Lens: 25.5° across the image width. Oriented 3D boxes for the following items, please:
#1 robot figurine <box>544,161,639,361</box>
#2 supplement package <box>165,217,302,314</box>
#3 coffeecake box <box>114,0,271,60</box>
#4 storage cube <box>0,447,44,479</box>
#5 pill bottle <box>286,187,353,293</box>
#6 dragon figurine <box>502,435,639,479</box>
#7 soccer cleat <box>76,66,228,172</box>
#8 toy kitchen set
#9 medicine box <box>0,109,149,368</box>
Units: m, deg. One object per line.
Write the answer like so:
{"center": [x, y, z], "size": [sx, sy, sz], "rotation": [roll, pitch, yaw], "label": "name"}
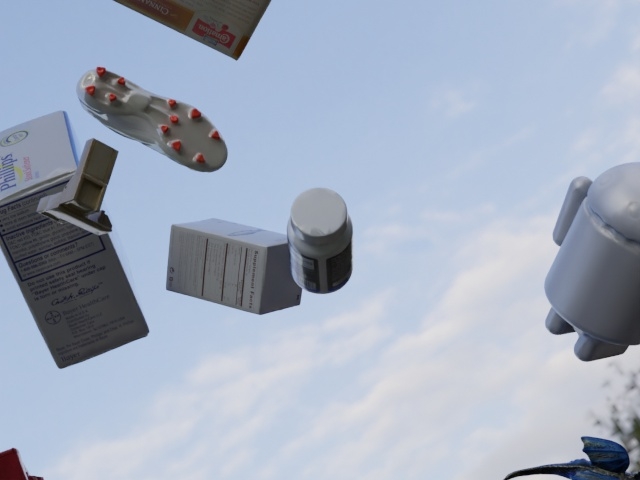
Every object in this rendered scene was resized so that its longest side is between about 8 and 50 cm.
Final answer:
{"center": [0.484, 0.023, 2.238], "size": [0.199, 0.300, 0.353], "rotation": [-10, -48, -42], "label": "robot figurine"}
{"center": [-0.124, 0.036, 2.078], "size": [0.105, 0.179, 0.105], "rotation": [-10, -71, -56], "label": "supplement package"}
{"center": [-0.096, -0.280, 1.286], "size": [0.142, 0.068, 0.185], "rotation": [25, -60, -14], "label": "coffeecake box"}
{"center": [-0.434, 0.404, 1.804], "size": [0.215, 0.193, 0.184], "rotation": [-20, -18, -13], "label": "storage cube"}
{"center": [0.000, 0.000, 1.653], "size": [0.078, 0.078, 0.137], "rotation": [-26, -26, -13], "label": "pill bottle"}
{"center": [0.438, 0.365, 2.225], "size": [0.144, 0.289, 0.085], "rotation": [91, -164, -57], "label": "dragon figurine"}
{"center": [-0.195, -0.138, 1.650], "size": [0.068, 0.196, 0.076], "rotation": [-59, -1, -20], "label": "soccer cleat"}
{"center": [-0.246, -0.054, 1.511], "size": [0.068, 0.075, 0.083], "rotation": [28, -25, -32], "label": "toy kitchen set"}
{"center": [-0.385, -0.006, 2.106], "size": [0.149, 0.263, 0.289], "rotation": [-21, -62, -5], "label": "medicine box"}
